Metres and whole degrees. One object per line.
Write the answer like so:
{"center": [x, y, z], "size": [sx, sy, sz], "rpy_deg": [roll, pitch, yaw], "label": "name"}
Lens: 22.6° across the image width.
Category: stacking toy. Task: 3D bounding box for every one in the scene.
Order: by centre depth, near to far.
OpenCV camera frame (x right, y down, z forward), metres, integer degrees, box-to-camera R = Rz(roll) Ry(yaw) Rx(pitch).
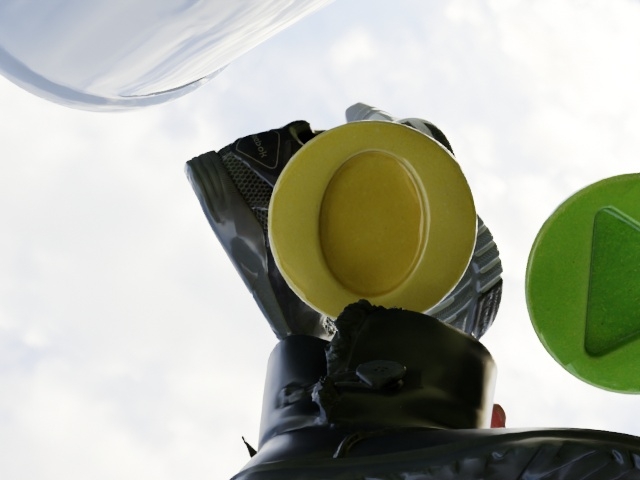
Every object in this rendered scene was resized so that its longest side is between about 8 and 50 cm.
{"center": [0.111, 0.073, 0.994], "size": [0.280, 0.309, 0.130], "rpy_deg": [1, -170, 2], "label": "stacking toy"}

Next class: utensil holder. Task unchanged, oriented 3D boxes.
{"center": [-0.109, -0.293, 1.213], "size": [0.328, 0.385, 0.327], "rpy_deg": [4, -99, -26], "label": "utensil holder"}

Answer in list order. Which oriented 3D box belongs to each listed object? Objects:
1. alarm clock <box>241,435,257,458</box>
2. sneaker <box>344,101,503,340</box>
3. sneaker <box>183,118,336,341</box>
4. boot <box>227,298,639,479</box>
{"center": [-0.023, 0.228, 1.120], "size": [0.064, 0.192, 0.129], "rpy_deg": [-3, -173, 6], "label": "alarm clock"}
{"center": [0.072, -0.021, 1.311], "size": [0.086, 0.228, 0.132], "rpy_deg": [-30, -144, -18], "label": "sneaker"}
{"center": [0.000, 0.000, 1.164], "size": [0.227, 0.130, 0.087], "rpy_deg": [64, 180, -43], "label": "sneaker"}
{"center": [0.076, 0.098, 0.802], "size": [0.246, 0.094, 0.207], "rpy_deg": [-4, -159, 12], "label": "boot"}
